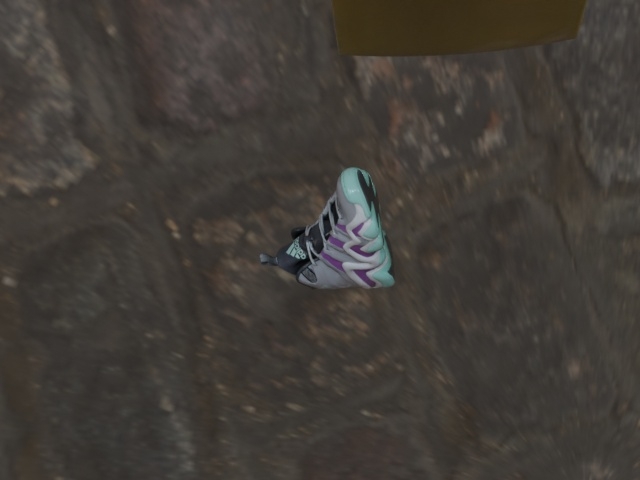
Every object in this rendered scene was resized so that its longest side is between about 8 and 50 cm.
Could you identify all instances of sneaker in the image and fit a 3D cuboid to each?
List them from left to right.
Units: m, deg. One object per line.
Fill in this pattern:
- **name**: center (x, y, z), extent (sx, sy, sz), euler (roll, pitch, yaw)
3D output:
- **sneaker**: center (0.000, 0.000, 1.039), extent (0.069, 0.098, 0.038), euler (-10, 54, 6)

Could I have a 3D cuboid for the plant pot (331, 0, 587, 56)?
- **plant pot**: center (0.120, -0.253, 1.475), extent (0.187, 0.212, 0.212), euler (10, 79, 4)
